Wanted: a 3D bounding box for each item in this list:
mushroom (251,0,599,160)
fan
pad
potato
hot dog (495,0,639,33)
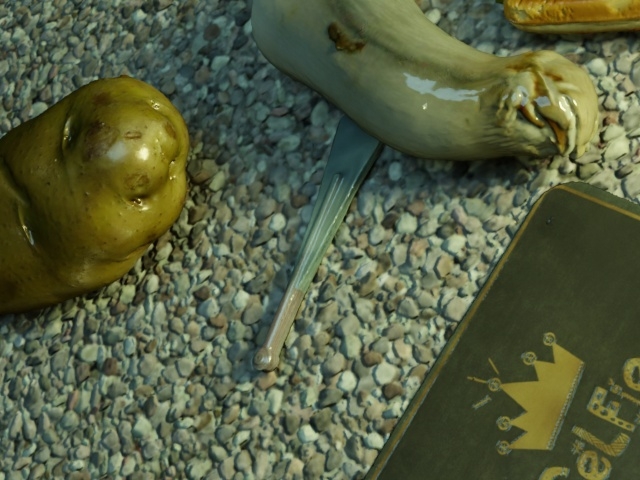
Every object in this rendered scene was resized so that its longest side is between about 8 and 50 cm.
[{"bbox_3d":[0.090,-0.170,1.231,0.177,0.126,0.397,-38,50,-9],"label":"mushroom"},{"bbox_3d":[0.000,0.000,1.264,0.057,0.023,0.282,14,74,26],"label":"fan"},{"bbox_3d":[0.207,0.138,1.044,0.315,0.063,0.375,27,83,37],"label":"pad"},{"bbox_3d":[-0.283,-0.033,1.381,0.369,0.176,0.195,-28,96,26],"label":"potato"},{"bbox_3d":[0.274,-0.240,1.188,0.250,0.076,0.104,0,86,35],"label":"hot dog"}]
